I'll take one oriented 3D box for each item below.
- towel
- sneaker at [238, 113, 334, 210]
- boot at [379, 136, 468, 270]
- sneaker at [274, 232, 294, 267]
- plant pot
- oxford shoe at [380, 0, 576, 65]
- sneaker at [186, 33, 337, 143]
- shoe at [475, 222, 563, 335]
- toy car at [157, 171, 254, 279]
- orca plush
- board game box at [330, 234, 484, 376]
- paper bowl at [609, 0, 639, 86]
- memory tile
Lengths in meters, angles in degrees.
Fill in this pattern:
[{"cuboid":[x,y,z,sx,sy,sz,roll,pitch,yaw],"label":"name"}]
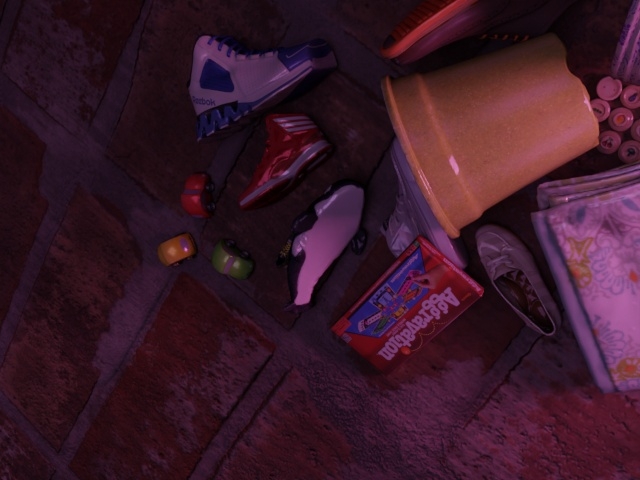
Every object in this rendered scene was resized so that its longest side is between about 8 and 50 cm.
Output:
[{"cuboid":[0.513,0.048,0.972,0.320,0.090,0.374,-16,110,31],"label":"towel"},{"cuboid":[-0.088,-0.160,1.293,0.221,0.087,0.128,-34,76,16],"label":"sneaker"},{"cuboid":[0.151,-0.047,1.171,0.123,0.095,0.258,-21,96,29],"label":"boot"},{"cuboid":[-0.064,0.022,1.333,0.031,0.035,0.083,31,113,17],"label":"sneaker"},{"cuboid":[0.265,-0.176,1.016,0.254,0.276,0.276,-23,90,18],"label":"plant pot"},{"cuboid":[0.266,-0.338,0.997,0.364,0.130,0.132,-26,116,12],"label":"oxford shoe"},{"cuboid":[-0.144,-0.321,1.249,0.315,0.127,0.182,-22,92,31],"label":"sneaker"},{"cuboid":[0.332,0.065,1.127,0.076,0.058,0.219,-38,83,28],"label":"shoe"},{"cuboid":[-0.237,0.005,1.408,0.225,0.053,0.239,36,115,16],"label":"toy car"},{"cuboid":[0.000,0.000,1.289,0.151,0.102,0.287,0,119,-18],"label":"orca plush"},{"cuboid":[0.147,0.126,1.207,0.145,0.027,0.281,40,128,1],"label":"board game box"},{"cuboid":[0.484,-0.322,0.838,0.148,0.284,0.284,24,111,20],"label":"paper bowl"},{"cuboid":[0.476,-0.176,1.029,0.148,0.012,0.113,30,113,19],"label":"memory tile"}]
